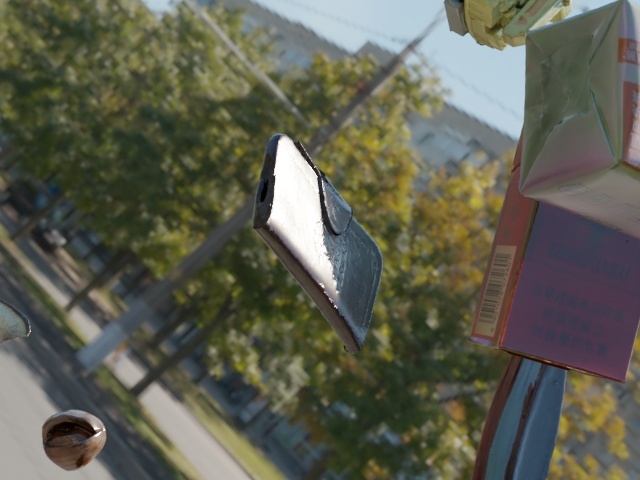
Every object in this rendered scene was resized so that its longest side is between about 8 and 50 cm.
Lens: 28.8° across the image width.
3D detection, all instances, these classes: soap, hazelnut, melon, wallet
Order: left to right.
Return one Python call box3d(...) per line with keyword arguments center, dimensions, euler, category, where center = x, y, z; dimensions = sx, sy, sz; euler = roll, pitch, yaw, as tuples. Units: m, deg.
box3d(center=(-0.452, 0.105, 1.563), dimensions=(0.098, 0.182, 0.054), euler=(-103, -175, -54), category="melon")
box3d(center=(-0.302, 0.243, 1.528), dimensions=(0.086, 0.086, 0.086), euler=(46, -6, 7), category="hazelnut")
box3d(center=(0.000, 0.000, 1.308), dimensions=(0.031, 0.137, 0.255), euler=(-4, -35, 26), category="wallet")
box3d(center=(0.310, -0.115, 1.252), dimensions=(0.199, 0.182, 0.138), euler=(18, -21, -36), category="soap")

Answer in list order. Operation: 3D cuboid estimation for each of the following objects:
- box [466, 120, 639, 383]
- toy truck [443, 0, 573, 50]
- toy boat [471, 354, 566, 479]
box3d(center=(0.323, 0.005, 1.574), dimensions=(0.197, 0.313, 0.089), euler=(17, -4, -21), category="box")
box3d(center=(0.299, -0.374, 1.720), dimensions=(0.157, 0.272, 0.124), euler=(38, -17, 31), category="toy truck")
box3d(center=(0.306, 0.350, 1.948), dimensions=(0.136, 0.392, 0.079), euler=(18, -4, -32), category="toy boat")
